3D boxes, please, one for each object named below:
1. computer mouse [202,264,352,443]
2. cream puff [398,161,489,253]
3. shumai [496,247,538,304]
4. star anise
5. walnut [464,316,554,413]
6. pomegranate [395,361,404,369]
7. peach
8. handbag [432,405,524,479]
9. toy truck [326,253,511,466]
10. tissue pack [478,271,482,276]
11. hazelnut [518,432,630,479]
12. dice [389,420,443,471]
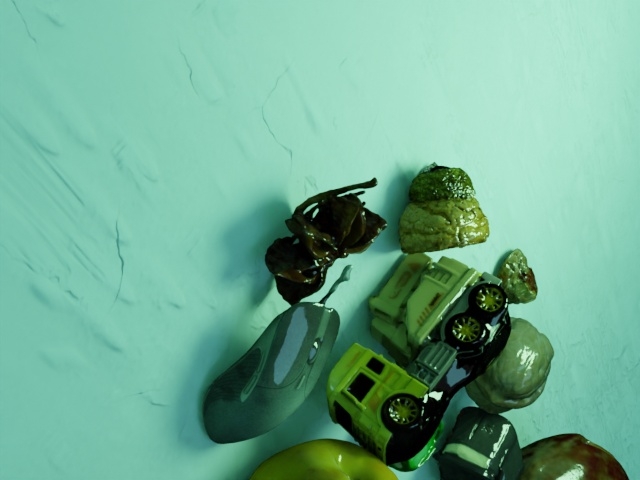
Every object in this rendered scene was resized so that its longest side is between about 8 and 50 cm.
[{"bbox_3d":[-0.050,0.200,1.513,0.379,0.090,0.167,-54,143,10],"label":"computer mouse"},{"bbox_3d":[0.226,-0.067,1.753,0.183,0.183,0.169,-12,92,-47],"label":"cream puff"},{"bbox_3d":[0.465,0.096,2.151,0.123,0.105,0.139,-47,162,-30],"label":"shumai"},{"bbox_3d":[0.000,0.000,1.524,0.220,0.126,0.190,-33,143,-19],"label":"star anise"},{"bbox_3d":[0.420,0.283,2.092,0.224,0.224,0.224,-24,124,-42],"label":"walnut"},{"bbox_3d":[0.209,0.226,1.878,0.130,0.130,0.130,-24,124,-42],"label":"pomegranate"},{"bbox_3d":[-0.013,0.500,1.612,0.289,0.289,0.308,5,128,-51],"label":"peach"},{"bbox_3d":[0.367,0.525,2.157,0.181,0.181,0.254,-54,144,-31],"label":"handbag"},{"bbox_3d":[0.176,0.208,1.731,0.405,0.254,0.180,-49,155,-22],"label":"toy truck"},{"bbox_3d":[0.302,0.156,2.000,0.095,0.062,0.176,-27,125,-40],"label":"tissue pack"},{"bbox_3d":[0.589,0.696,2.363,0.429,0.402,0.402,-44,137,-12],"label":"hazelnut"},{"bbox_3d":[0.170,0.388,1.907,0.128,0.120,0.131,-38,130,-31],"label":"dice"}]
